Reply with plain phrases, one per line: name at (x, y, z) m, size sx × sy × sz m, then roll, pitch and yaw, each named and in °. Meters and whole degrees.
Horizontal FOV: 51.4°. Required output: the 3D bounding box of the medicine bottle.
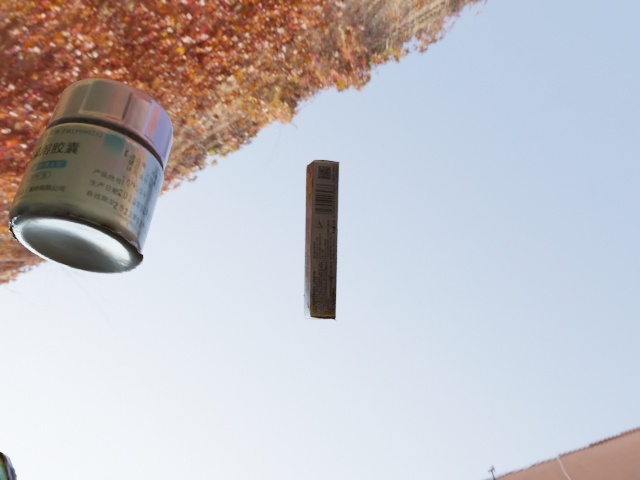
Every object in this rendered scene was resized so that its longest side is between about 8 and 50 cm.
medicine bottle at (-0.231, -0.066, 0.689) m, size 0.135 × 0.135 × 0.169 m, roll 4°, pitch -120°, yaw 9°

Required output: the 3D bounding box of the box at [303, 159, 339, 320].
box at (0.000, 0.000, 0.862) m, size 0.041 × 0.050 × 0.207 m, roll 2°, pitch -97°, yaw -15°

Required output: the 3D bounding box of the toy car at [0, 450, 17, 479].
toy car at (-0.235, 0.162, 0.327) m, size 0.165 × 0.062 × 0.071 m, roll -25°, pitch -134°, yaw -10°
